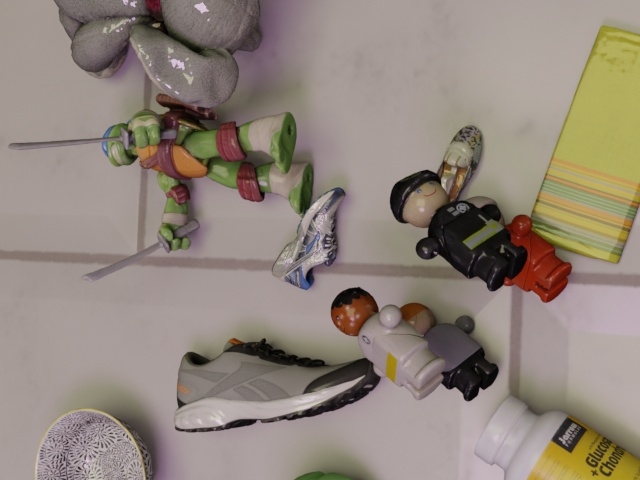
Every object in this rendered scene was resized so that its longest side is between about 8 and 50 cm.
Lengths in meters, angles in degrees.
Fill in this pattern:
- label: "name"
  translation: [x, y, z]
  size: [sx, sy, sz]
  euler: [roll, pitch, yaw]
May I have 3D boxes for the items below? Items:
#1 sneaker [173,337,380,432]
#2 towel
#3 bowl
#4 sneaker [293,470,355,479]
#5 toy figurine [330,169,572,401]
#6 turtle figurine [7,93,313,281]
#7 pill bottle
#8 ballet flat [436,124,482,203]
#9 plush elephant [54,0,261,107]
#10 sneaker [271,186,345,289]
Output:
- label: "sneaker"
  translation: [-0.060, 0.161, 1.064]
  size: [0.271, 0.100, 0.108]
  euler: [-11, 78, 23]
- label: "towel"
  translation: [0.304, -0.101, 0.958]
  size: [0.102, 0.021, 0.237]
  euler: [21, 95, 18]
- label: "bowl"
  translation: [-0.272, 0.295, 1.160]
  size: [0.170, 0.080, 0.170]
  euler: [-1, 87, 25]
- label: "sneaker"
  translation: [-0.016, 0.501, 0.970]
  size: [0.185, 0.202, 0.483]
  euler: [-9, 84, 24]
- label: "toy figurine"
  translation: [0.126, 0.048, 0.927]
  size: [0.148, 0.213, 0.210]
  euler: [42, 107, 31]
- label: "turtle figurine"
  translation: [-0.160, -0.061, 1.059]
  size: [0.266, 0.275, 0.198]
  euler: [2, 112, 17]
- label: "pill bottle"
  translation: [0.252, 0.237, 0.917]
  size: [0.184, 0.103, 0.103]
  euler: [32, 100, 21]
- label: "ballet flat"
  translation: [0.148, -0.075, 1.013]
  size: [0.041, 0.041, 0.114]
  euler: [25, 97, 23]
- label: "plush elephant"
  translation: [-0.168, -0.292, 1.056]
  size: [0.255, 0.330, 0.272]
  euler: [29, 92, 4]
- label: "sneaker"
  translation: [0.000, 0.000, 1.076]
  size: [0.058, 0.052, 0.135]
  euler: [35, 109, 11]
